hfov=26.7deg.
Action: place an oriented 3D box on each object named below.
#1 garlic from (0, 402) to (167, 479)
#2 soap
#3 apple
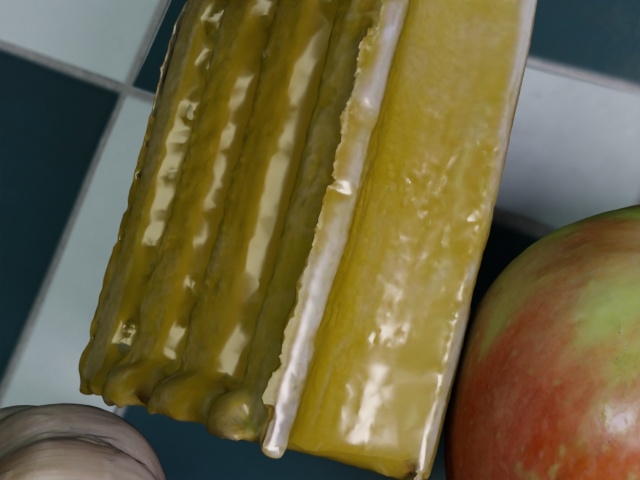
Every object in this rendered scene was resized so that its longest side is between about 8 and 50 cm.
[{"bbox_3d":[-0.230,0.268,1.043,0.322,0.241,0.322,-5,81,39],"label":"garlic"},{"bbox_3d":[-0.021,-0.023,0.895,0.293,0.156,0.335,-6,68,60],"label":"soap"},{"bbox_3d":[0.227,0.131,0.811,0.319,0.319,0.277,25,121,29],"label":"apple"}]
